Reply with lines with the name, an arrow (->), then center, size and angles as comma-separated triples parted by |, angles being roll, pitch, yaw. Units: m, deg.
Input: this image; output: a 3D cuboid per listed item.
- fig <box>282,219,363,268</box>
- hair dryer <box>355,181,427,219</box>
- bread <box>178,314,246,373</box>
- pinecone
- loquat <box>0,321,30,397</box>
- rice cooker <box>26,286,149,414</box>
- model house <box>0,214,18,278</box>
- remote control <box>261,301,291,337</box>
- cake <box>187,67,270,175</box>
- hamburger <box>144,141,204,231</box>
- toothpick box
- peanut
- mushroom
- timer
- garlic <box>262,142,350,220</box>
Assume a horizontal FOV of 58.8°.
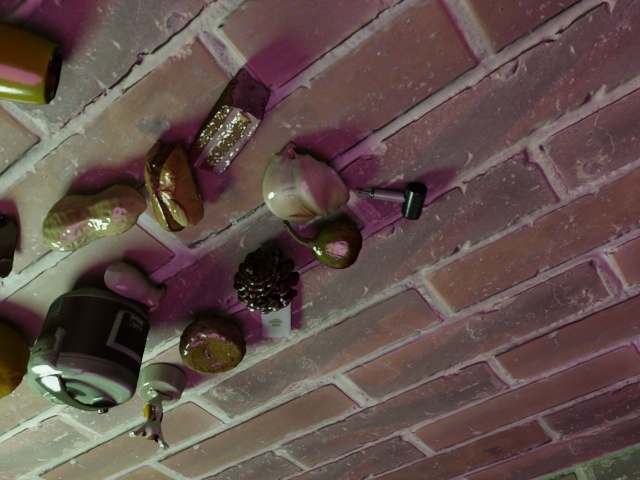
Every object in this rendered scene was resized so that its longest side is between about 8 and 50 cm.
fig -> 0.000, 0.000, 1.599 | 0.245, 0.149, 0.149 | 12, 129, -25
hair dryer -> 0.193, -0.120, 1.588 | 0.197, 0.057, 0.101 | 10, 129, 1
bread -> -0.358, 0.343, 1.904 | 0.229, 0.123, 0.230 | -2, 125, -3
pinecone -> -0.151, 0.124, 1.686 | 0.207, 0.208, 0.208 | -1, 130, -1
loquat -> -1.101, 0.390, 1.835 | 0.275, 0.276, 0.284 | -17, 126, 12
rice cooker -> -0.700, 0.344, 1.730 | 0.334, 0.326, 0.335 | 2, 144, 1
model house -> -0.971, 0.001, 1.615 | 0.164, 0.141, 0.203 | 24, 106, 6
remote control -> -0.147, 0.229, 1.871 | 0.103, 0.034, 0.250 | 0, 129, -2
cake -> -0.234, -0.269, 1.411 | 0.115, 0.113, 0.295 | 26, 130, -20
hamburger -> -0.399, -0.121, 1.505 | 0.124, 0.131, 0.262 | 6, 132, 19
toothpick box -> -0.711, -0.395, 1.240 | 0.271, 0.175, 0.175 | 12, 129, -16
peanut -> -0.618, -0.064, 1.546 | 0.313, 0.149, 0.149 | -14, 129, 9
mushroom -> -0.565, 0.142, 1.743 | 0.088, 0.097, 0.212 | -33, 126, 15
timer -> -0.581, 0.593, 2.011 | 0.175, 0.266, 0.175 | -1, 130, -1
garlic -> -0.054, -0.137, 1.523 | 0.217, 0.110, 0.228 | -23, 127, 21
